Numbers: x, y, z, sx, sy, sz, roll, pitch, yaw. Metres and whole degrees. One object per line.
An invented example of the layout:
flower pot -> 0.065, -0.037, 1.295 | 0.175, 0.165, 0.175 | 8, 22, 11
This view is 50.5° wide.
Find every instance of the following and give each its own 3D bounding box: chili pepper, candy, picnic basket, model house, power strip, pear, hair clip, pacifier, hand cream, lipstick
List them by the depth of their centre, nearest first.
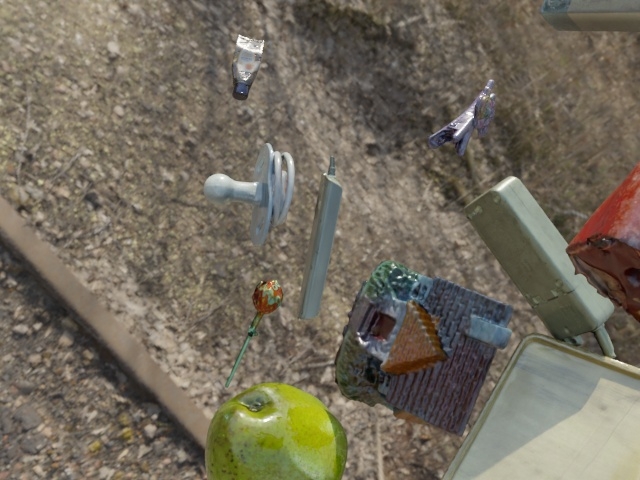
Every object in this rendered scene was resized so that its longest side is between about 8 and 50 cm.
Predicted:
chili pepper -> 0.351, -0.040, 0.626 | 0.144, 0.253, 0.136 | 26, -14, 47
picnic basket -> 0.329, 0.312, 0.917 | 0.313, 0.228, 0.175 | -52, 140, -24
power strip -> 0.316, 0.048, 0.948 | 0.053, 0.093, 0.288 | -34, 87, -30
power strip -> 0.000, 0.000, 1.009 | 0.027, 0.253, 0.060 | 9, 11, -11
candy -> -0.108, 0.146, 1.056 | 0.049, 0.185, 0.055 | 24, 1, 8
lipstick -> 0.527, -0.397, 1.149 | 0.068, 0.066, 0.317 | 26, -1, -37
hand cream -> -0.162, -0.381, 1.476 | 0.062, 0.039, 0.163 | 9, 67, -5
pear -> -0.121, 0.485, 1.545 | 0.318, 0.342, 0.238 | 56, -7, -33
model house -> 0.257, 0.267, 1.552 | 0.297, 0.339, 0.360 | 25, 87, -30
hair clip -> 0.414, -0.324, 1.854 | 0.278, 0.090, 0.137 | -42, 136, -20
pacifier -> -0.202, -0.136, 1.857 | 0.233, 0.244, 0.299 | 4, 64, -14
